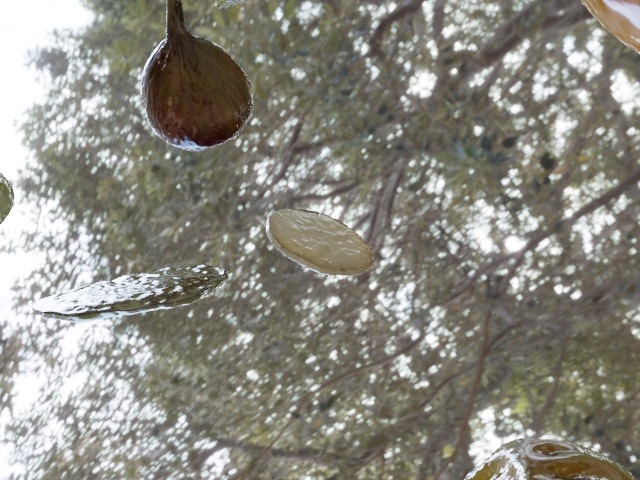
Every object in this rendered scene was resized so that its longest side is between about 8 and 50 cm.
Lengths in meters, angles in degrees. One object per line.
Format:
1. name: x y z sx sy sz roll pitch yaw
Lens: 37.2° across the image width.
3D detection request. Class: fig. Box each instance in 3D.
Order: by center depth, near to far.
1. fig: -0.222 -0.292 1.560 0.190 0.191 0.290 -35 -64 -35

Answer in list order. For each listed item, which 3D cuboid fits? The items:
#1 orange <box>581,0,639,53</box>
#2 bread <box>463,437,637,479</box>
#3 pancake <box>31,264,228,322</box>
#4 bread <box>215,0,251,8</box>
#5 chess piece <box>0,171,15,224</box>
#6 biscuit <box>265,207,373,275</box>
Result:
1. orange: 0.288 -0.256 0.601 0.312 0.312 0.312 12 -119 -21
2. bread: 0.143 0.179 0.543 0.128 0.232 0.088 -13 -81 2
3. pancake: -0.227 0.062 1.133 0.235 0.212 0.029 -8 -82 4
4. bread: -0.073 -0.363 1.202 0.132 0.172 0.103 -30 -76 -13
5. chess piece: -0.383 -0.118 0.845 0.144 0.251 0.144 -6 -142 5
6. biscuit: 0.000 0.000 1.202 0.152 0.020 0.152 17 -154 -9
